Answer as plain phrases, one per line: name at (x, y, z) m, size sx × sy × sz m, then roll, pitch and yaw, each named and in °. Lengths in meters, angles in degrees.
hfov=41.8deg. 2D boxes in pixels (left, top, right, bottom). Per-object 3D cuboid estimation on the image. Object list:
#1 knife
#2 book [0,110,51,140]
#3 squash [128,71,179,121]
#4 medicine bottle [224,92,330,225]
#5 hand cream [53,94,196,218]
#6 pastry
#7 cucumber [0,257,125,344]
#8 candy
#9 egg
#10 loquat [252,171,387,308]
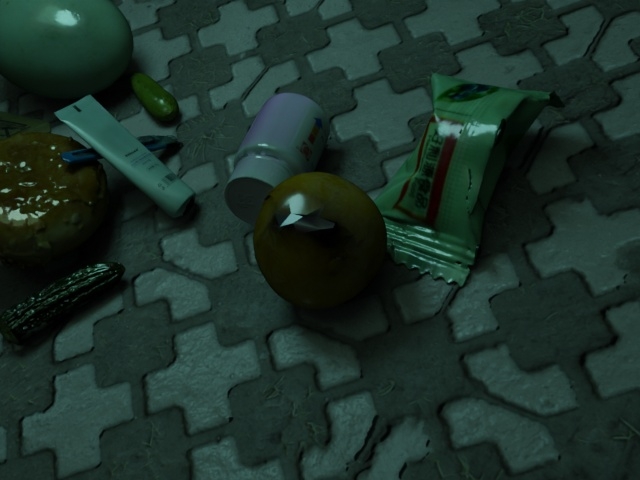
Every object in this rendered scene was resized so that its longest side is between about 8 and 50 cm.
knife at (-0.404, -0.190, 1.728) m, size 0.044 × 0.026 × 0.296 m, roll 45°, pitch 36°, yaw 20°
book at (-0.773, -0.262, 1.970) m, size 0.231 × 0.026 × 0.161 m, roll 14°, pitch 32°, yaw 27°
squash at (-0.386, -0.333, 1.916) m, size 0.066 × 0.066 × 0.201 m, roll -36°, pitch 51°, yaw -11°
medicine bottle at (-0.083, -0.156, 1.607) m, size 0.152 × 0.152 × 0.254 m, roll 4°, pitch 47°, yaw 21°
hand cream at (-0.380, -0.170, 1.680) m, size 0.321 × 0.067 × 0.109 m, roll 43°, pitch 41°, yaw 0°
pastry at (-0.569, -0.068, 1.687) m, size 0.285 × 0.184 × 0.315 m, roll 2°, pitch 47°, yaw -6°
cucumber at (-0.497, 0.111, 1.603) m, size 0.265 × 0.077 × 0.077 m, roll -32°, pitch 50°, yaw -11°
candy at (0.235, -0.123, 1.518) m, size 0.263 × 0.172 × 0.397 m, roll 21°, pitch 82°, yaw 42°
egg at (-0.617, -0.471, 1.961) m, size 0.389 × 0.276 × 0.276 m, roll 11°, pitch 57°, yaw 25°
loquat at (0.000, 0.000, 1.426) m, size 0.235 × 0.235 × 0.235 m, roll -9°, pitch 51°, yaw 11°
